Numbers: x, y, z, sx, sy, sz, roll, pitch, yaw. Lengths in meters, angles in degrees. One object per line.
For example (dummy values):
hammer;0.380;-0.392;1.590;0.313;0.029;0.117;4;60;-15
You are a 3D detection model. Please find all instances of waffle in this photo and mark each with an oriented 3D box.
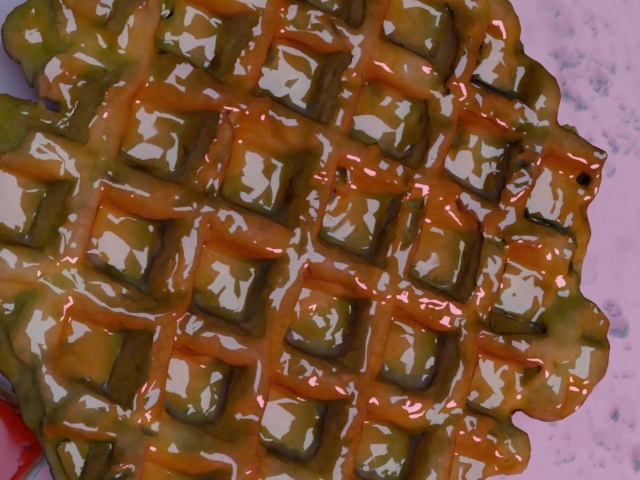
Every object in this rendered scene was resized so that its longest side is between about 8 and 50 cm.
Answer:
waffle;0.000;0.000;0.529;0.302;0.068;0.325;-28;99;-24
